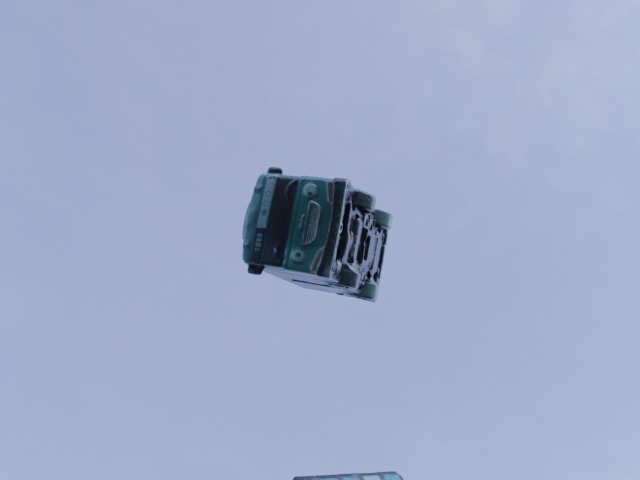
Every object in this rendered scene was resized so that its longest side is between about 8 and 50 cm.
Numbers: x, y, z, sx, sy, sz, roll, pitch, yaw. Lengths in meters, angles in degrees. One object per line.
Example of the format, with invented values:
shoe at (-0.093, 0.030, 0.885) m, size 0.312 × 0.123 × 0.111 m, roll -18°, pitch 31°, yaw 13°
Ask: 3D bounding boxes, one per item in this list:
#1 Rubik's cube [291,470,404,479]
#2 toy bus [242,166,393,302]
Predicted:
Rubik's cube at (0.037, 0.447, 1.066) m, size 0.182 × 0.184 × 0.187 m, roll 6°, pitch -59°, yaw -28°
toy bus at (0.000, 0.000, 0.995) m, size 0.147 × 0.256 × 0.128 m, roll 8°, pitch -98°, yaw 17°
